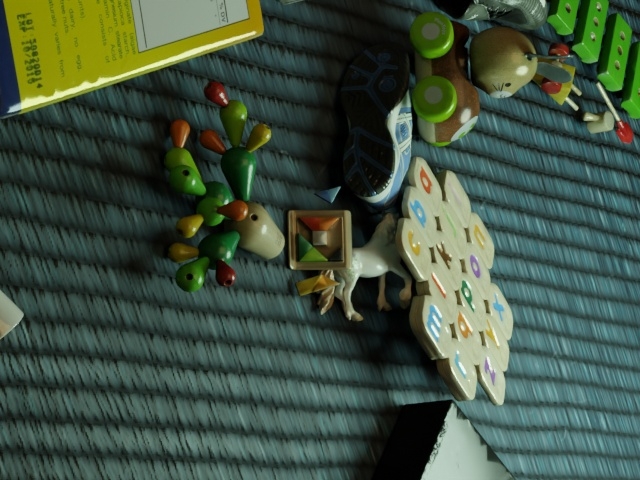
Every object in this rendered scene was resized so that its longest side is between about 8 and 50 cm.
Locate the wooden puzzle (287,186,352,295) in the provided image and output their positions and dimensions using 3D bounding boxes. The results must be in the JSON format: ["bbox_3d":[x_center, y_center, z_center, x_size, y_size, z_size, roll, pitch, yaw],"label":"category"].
[{"bbox_3d":[0.000,0.000,1.959,0.078,0.014,0.116,-6,80,-12],"label":"wooden puzzle"}]

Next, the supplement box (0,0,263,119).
[{"bbox_3d":[-0.242,-0.239,1.589,0.356,0.195,0.194,-25,112,-49],"label":"supplement box"}]

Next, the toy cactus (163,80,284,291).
[{"bbox_3d":[-0.088,-0.038,1.836,0.180,0.112,0.219,40,44,-50],"label":"toy cactus"}]

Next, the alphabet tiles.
[{"bbox_3d":[0.158,0.050,2.101,0.278,0.021,0.284,57,30,-32],"label":"alphabet tiles"}]

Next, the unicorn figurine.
[{"bbox_3d":[0.059,0.028,2.014,0.162,0.060,0.111,-14,93,-51],"label":"unicorn figurine"}]

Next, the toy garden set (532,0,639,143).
[{"bbox_3d":[0.369,-0.239,2.455,0.244,0.049,0.204,42,51,-38],"label":"toy garden set"}]

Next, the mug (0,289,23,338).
[{"bbox_3d":[-0.310,0.063,1.571,0.064,0.062,0.078,56,38,-15],"label":"mug"}]

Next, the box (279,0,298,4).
[{"bbox_3d":[0.002,-0.403,1.988,0.148,0.127,0.232,49,49,-32],"label":"box"}]

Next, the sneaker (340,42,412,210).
[{"bbox_3d":[0.066,-0.132,2.062,0.081,0.080,0.211,58,38,-59],"label":"sneaker"}]

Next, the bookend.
[{"bbox_3d":[0.138,0.293,2.042,0.157,0.072,0.156,51,47,-30],"label":"bookend"}]

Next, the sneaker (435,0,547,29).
[{"bbox_3d":[0.197,-0.311,2.245,0.234,0.078,0.106,32,61,-37],"label":"sneaker"}]

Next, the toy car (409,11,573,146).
[{"bbox_3d":[0.203,-0.192,2.094,0.155,0.188,0.149,60,28,-79],"label":"toy car"}]
